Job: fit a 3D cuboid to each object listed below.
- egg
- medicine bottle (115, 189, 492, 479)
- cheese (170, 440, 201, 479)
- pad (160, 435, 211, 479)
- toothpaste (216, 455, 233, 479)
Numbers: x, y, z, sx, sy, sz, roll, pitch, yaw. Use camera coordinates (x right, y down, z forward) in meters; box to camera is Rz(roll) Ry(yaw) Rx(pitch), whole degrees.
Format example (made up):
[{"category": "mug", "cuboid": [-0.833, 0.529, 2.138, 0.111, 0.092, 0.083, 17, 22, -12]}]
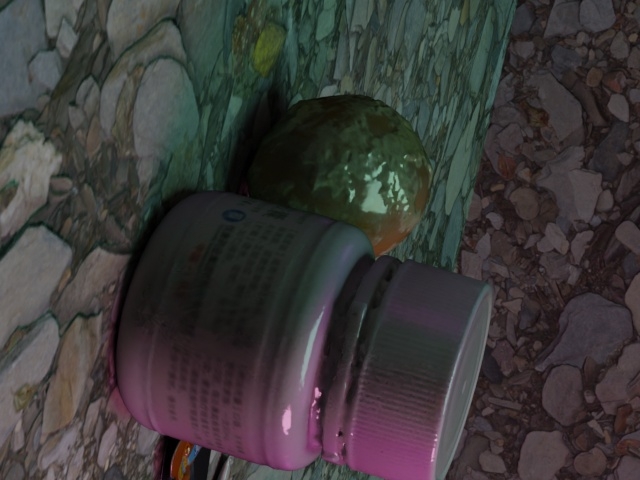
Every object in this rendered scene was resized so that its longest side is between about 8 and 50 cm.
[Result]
[{"category": "egg", "cuboid": [0.020, -0.067, 1.494, 0.245, 0.203, 0.203, -12, 118, -50]}, {"category": "medicine bottle", "cuboid": [-0.011, 0.102, 1.288, 0.256, 0.324, 0.256, 14, 90, -75]}, {"category": "cheese", "cuboid": [-0.121, 0.197, 1.524, 0.256, 0.037, 0.106, -62, 159, -47]}, {"category": "pad", "cuboid": [-0.157, 0.260, 1.538, 0.163, 0.004, 0.243, -43, 145, -65]}, {"category": "toothpaste", "cuboid": [-0.146, 0.377, 1.651, 0.052, 0.033, 0.218, 93, 12, -67]}]
